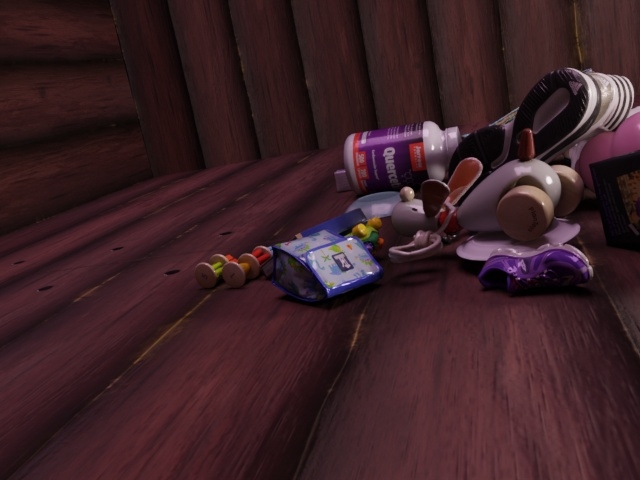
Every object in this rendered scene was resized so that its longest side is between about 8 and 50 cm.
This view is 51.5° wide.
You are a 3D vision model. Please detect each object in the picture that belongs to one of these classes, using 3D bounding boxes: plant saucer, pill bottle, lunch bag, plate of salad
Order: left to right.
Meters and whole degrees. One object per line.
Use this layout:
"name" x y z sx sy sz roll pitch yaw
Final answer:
"lunch bag" 0.010 0.047 1.111 0.128 0.096 0.151 -18 31 -37
"plant saucer" 0.149 -0.095 1.692 0.195 0.037 0.195 -10 14 3
"pill bottle" 0.239 -0.239 1.902 0.322 0.182 0.181 -7 14 18
"plate of salad" 0.326 0.005 1.096 0.199 0.048 0.200 -15 13 3

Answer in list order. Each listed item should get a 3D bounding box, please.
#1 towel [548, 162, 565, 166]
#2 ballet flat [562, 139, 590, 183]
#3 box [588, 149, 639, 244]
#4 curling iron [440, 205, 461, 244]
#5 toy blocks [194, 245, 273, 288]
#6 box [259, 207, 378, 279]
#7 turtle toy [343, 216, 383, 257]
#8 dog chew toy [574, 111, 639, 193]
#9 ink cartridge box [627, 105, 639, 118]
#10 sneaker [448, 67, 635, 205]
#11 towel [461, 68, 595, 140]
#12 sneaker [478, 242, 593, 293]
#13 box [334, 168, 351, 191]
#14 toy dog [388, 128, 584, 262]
"towel" 0.538 -0.191 1.806 0.102 0.021 0.237 -18 14 -30
"ballet flat" 0.672 -0.235 1.630 0.139 0.139 0.400 -6 14 20
"box" 0.561 -0.081 0.974 0.165 0.143 0.270 -15 3 -17
"curling iron" 0.312 -0.047 1.328 0.274 0.068 0.035 -14 11 -36
"toy blocks" -0.159 0.045 1.322 0.123 0.054 0.148 -3 16 31
"box" 0.000 0.000 1.296 0.225 0.036 0.136 -22 -12 -43
"turtle toy" 0.067 0.013 1.237 0.095 0.066 0.130 -35 -6 42
"dog chew toy" 0.643 -0.162 1.239 0.331 0.207 0.206 -8 11 45
"ink cartridge box" 0.838 -0.237 1.455 0.353 0.119 0.207 -16 28 -22
"sneaker" 0.491 -0.204 1.443 0.257 0.169 0.447 -7 -19 -29
"towel" 0.553 -0.310 1.795 0.370 0.040 0.271 -29 -18 8
"sneaker" 0.302 0.051 0.941 0.170 0.068 0.071 -9 26 50
"box" 0.207 -0.208 2.055 0.324 0.067 0.063 -8 13 16
"toy dog" 0.257 -0.088 1.104 0.333 0.161 0.220 -11 13 21
